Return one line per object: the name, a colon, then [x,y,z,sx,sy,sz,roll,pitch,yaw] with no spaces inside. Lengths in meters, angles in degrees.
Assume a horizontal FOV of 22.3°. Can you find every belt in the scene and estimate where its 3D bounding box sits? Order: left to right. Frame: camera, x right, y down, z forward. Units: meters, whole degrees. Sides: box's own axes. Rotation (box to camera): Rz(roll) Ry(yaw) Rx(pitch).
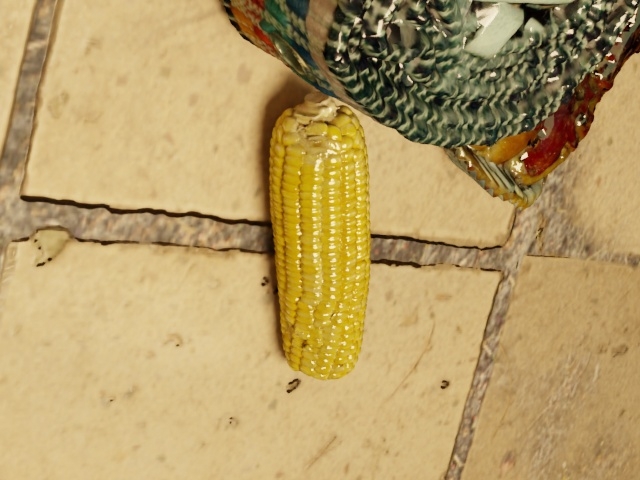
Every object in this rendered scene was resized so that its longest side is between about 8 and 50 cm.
belt: [0.059,-0.175,0.988,0.295,0.160,0.206,-11,132,-43]

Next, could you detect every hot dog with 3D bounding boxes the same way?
hot dog: [0.175,-0.154,1.175,0.163,0.082,0.270,29,86,-47]

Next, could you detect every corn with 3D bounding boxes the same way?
corn: [0.000,0.000,1.065,0.067,0.067,0.206,-25,126,-38]
